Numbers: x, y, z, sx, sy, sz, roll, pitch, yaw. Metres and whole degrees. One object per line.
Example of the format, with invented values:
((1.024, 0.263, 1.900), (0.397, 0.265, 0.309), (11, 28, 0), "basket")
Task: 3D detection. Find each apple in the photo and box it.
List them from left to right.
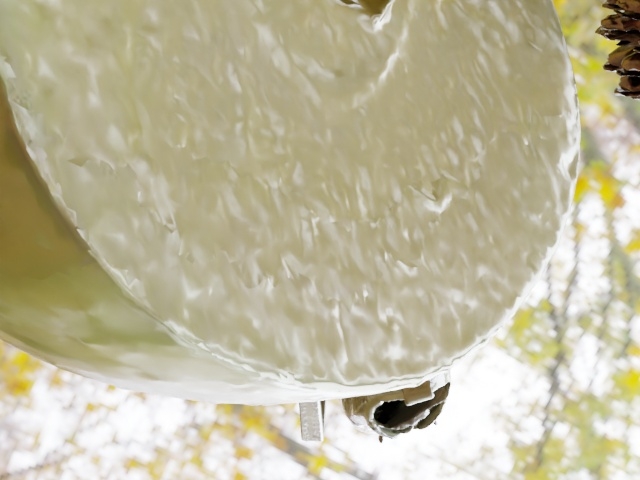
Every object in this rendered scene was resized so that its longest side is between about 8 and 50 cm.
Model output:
((-0.030, -0.120, 0.648), (0.312, 0.360, 0.320), (37, -71, 30), "apple")

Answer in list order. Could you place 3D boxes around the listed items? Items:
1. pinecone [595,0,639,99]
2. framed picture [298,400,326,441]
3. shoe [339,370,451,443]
((0.316, -0.174, 1.361), (0.221, 0.221, 0.221), (-34, -140, 35), "pinecone")
((0.000, 0.000, 1.011), (0.150, 0.015, 0.203), (87, 7, -64), "framed picture")
((0.071, 0.137, 1.578), (0.275, 0.103, 0.098), (87, -9, -68), "shoe")
